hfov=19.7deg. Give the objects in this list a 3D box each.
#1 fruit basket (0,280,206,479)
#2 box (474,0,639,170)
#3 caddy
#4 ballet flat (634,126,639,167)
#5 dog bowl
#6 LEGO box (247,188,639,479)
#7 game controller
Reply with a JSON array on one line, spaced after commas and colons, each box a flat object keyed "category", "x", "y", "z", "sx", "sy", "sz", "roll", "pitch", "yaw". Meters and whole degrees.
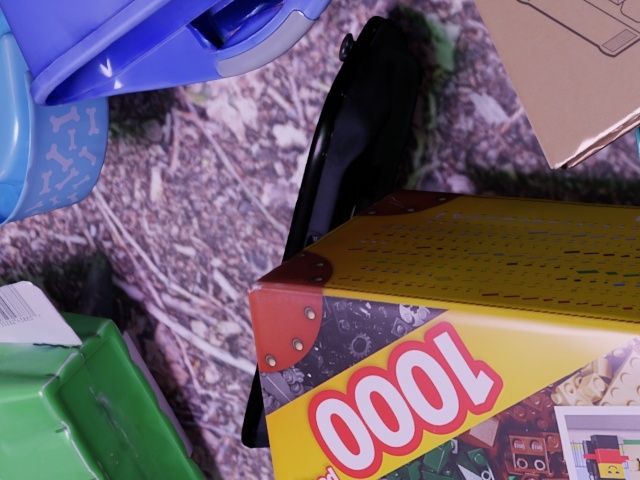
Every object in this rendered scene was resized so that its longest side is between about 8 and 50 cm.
[{"category": "fruit basket", "x": -0.279, "y": 0.186, "z": 1.625, "sx": 0.353, "sy": 0.165, "sz": 0.327, "roll": -10, "pitch": 115, "yaw": 44}, {"category": "box", "x": 0.169, "y": -0.169, "z": 1.131, "sx": 0.164, "sy": 0.021, "sz": 0.201, "roll": -34, "pitch": 67, "yaw": 31}, {"category": "caddy", "x": -0.072, "y": -0.199, "z": 1.222, "sx": 0.341, "sy": 0.241, "sz": 0.179, "roll": -29, "pitch": 90, "yaw": 43}, {"category": "ballet flat", "x": 0.226, "y": -0.094, "z": 1.183, "sx": 0.067, "sy": 0.073, "sz": 0.206, "roll": -14, "pitch": 109, "yaw": 12}, {"category": "dog bowl", "x": -0.230, "y": -0.157, "z": 1.399, "sx": 0.166, "sy": 0.074, "sz": 0.297, "roll": -22, "pitch": 74, "yaw": 56}, {"category": "LEGO box", "x": 0.230, "y": 0.185, "z": 1.134, "sx": 0.500, "sy": 0.193, "sz": 0.373, "roll": 5, "pitch": 112, "yaw": 34}, {"category": "game controller", "x": 0.000, "y": 0.000, "z": 1.321, "sx": 0.067, "sy": 0.166, "sz": 0.319, "roll": 23, "pitch": 125, "yaw": 13}]
